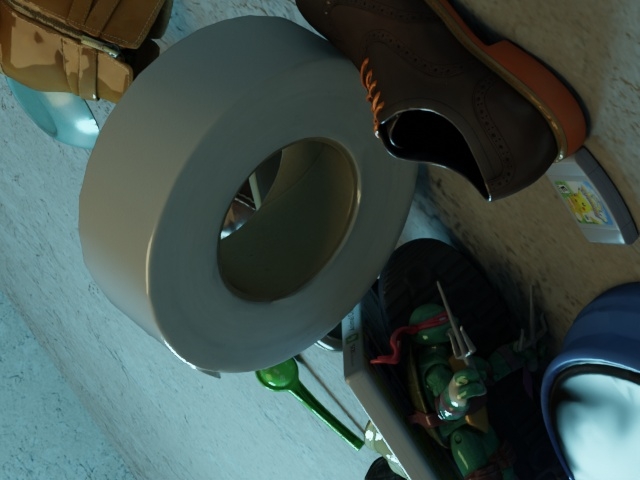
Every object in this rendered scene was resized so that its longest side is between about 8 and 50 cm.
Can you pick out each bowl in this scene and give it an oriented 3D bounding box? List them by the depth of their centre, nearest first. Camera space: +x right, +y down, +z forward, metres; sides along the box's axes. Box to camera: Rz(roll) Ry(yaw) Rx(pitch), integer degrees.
[{"bbox_3d":[0.325,0.207,1.271,0.391,0.077,0.391,43,160,20],"label":"bowl"}]

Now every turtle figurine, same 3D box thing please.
[{"bbox_3d":[0.131,0.131,1.389,0.118,0.175,0.234,-12,102,34],"label":"turtle figurine"}]

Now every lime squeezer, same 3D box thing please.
[{"bbox_3d":[-0.050,0.137,2.056,0.110,0.059,0.310,-12,119,35],"label":"lime squeezer"}]

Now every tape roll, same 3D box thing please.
[{"bbox_3d":[-0.055,-0.035,1.347,0.100,0.286,0.286,34,156,38],"label":"tape roll"}]

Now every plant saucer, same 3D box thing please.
[{"bbox_3d":[-0.361,-0.186,2.140,0.195,0.037,0.195,43,159,20],"label":"plant saucer"}]

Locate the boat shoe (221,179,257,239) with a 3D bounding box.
[{"bbox_3d":[-0.113,-0.032,1.734,0.342,0.123,0.123,32,155,42],"label":"boat shoe"}]

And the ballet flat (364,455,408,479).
[{"bbox_3d":[0.107,0.339,2.060,0.173,0.049,0.057,57,161,-21],"label":"ballet flat"}]

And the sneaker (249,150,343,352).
[{"bbox_3d":[0.000,0.000,1.541,0.118,0.083,0.222,-13,98,66],"label":"sneaker"}]

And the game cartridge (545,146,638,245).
[{"bbox_3d":[0.196,-0.031,1.203,0.083,0.017,0.056,55,157,-17],"label":"game cartridge"}]

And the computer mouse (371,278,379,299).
[{"bbox_3d":[0.103,0.114,1.674,0.071,0.041,0.242,20,152,37],"label":"computer mouse"}]

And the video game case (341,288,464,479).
[{"bbox_3d":[0.079,0.151,1.479,0.212,0.023,0.193,58,-167,-22],"label":"video game case"}]

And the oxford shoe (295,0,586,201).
[{"bbox_3d":[0.061,-0.124,1.200,0.271,0.098,0.097,37,157,34],"label":"oxford shoe"}]

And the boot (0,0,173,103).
[{"bbox_3d":[-0.248,-0.272,1.596,0.220,0.109,0.283,21,113,14],"label":"boot"}]

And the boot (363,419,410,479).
[{"bbox_3d":[0.137,0.229,1.692,0.165,0.077,0.213,29,166,25],"label":"boot"}]

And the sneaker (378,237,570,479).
[{"bbox_3d":[0.138,0.136,1.517,0.319,0.112,0.131,61,173,-12],"label":"sneaker"}]
